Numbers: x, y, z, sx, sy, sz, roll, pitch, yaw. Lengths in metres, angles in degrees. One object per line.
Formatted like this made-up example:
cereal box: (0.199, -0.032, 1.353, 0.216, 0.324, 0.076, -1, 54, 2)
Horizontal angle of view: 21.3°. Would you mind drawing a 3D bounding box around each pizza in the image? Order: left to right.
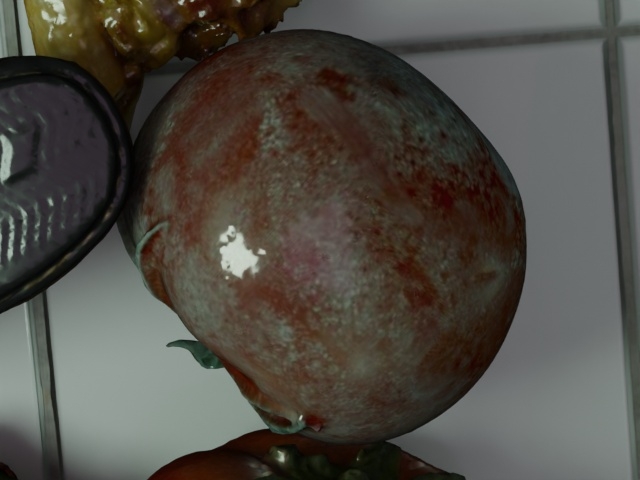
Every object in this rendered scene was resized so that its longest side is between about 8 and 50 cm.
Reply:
pizza: (-0.082, -0.265, 1.268, 0.278, 0.114, 0.409, 27, 98, -29)

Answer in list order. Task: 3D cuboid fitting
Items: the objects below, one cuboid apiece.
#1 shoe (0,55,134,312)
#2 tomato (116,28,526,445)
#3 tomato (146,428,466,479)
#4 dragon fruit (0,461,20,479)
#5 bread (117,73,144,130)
shoe: (-0.298, -0.014, 1.270, 0.384, 0.237, 0.171, -28, 96, 10)
tomato: (0.000, 0.000, 1.267, 0.282, 0.317, 0.316, -40, 97, -2)
tomato: (0.006, 0.297, 1.288, 0.341, 0.341, 0.272, 9, 103, -7)
dragon fruit: (-0.280, 0.295, 1.307, 0.231, 0.237, 0.302, -27, 78, -22)
bread: (-0.179, -0.099, 1.363, 0.053, 0.074, 0.132, 18, 94, -18)
